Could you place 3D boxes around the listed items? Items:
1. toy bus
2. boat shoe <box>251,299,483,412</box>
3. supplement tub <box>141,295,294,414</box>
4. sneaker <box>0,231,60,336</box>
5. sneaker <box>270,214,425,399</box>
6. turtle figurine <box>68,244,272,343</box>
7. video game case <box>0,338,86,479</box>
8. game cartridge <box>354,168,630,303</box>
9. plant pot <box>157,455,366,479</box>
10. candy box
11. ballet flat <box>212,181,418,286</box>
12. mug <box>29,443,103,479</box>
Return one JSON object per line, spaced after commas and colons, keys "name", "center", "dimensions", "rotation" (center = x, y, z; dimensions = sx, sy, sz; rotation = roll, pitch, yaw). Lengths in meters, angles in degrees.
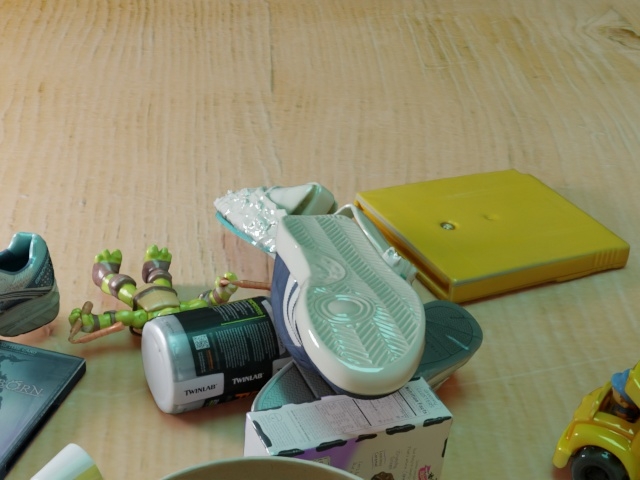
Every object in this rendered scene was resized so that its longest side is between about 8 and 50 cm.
{"name": "toy bus", "center": [0.382, 0.190, 1.247], "dimensions": [0.220, 0.211, 0.149], "rotation": [20, 35, 28]}
{"name": "boat shoe", "center": [0.055, 0.173, 1.356], "dimensions": [0.320, 0.103, 0.118], "rotation": [-26, 60, -34]}
{"name": "supplement tub", "center": [-0.107, 0.131, 1.367], "dimensions": [0.190, 0.117, 0.117], "rotation": [-10, 33, -24]}
{"name": "sneaker", "center": [-0.436, 0.070, 1.369], "dimensions": [0.110, 0.122, 0.283], "rotation": [22, 33, 28]}
{"name": "sneaker", "center": [0.022, 0.098, 1.206], "dimensions": [0.131, 0.148, 0.350], "rotation": [2, 23, -9]}
{"name": "turtle figurine", "center": [-0.201, 0.076, 1.480], "dimensions": [0.269, 0.087, 0.217], "rotation": [-16, 27, -18]}
{"name": "video game case", "center": [-0.413, 0.196, 1.301], "dimensions": [0.196, 0.026, 0.274], "rotation": [11, 31, 11]}
{"name": "game cartridge", "center": [0.256, -0.015, 1.753], "dimensions": [0.324, 0.052, 0.285], "rotation": [-9, 32, -27]}
{"name": "plant pot", "center": [-0.046, 0.340, 0.936], "dimensions": [0.284, 0.191, 0.284], "rotation": [3, 30, -2]}
{"name": "candy box", "center": [0.023, 0.236, 1.154], "dimensions": [0.196, 0.165, 0.070], "rotation": [-9, 34, -23]}
{"name": "ballet flat", "center": [0.000, 0.000, 1.560], "dimensions": [0.147, 0.147, 0.409], "rotation": [-13, 30, -28]}
{"name": "mug", "center": [-0.262, 0.255, 1.187], "dimensions": [0.078, 0.062, 0.064], "rotation": [22, 41, 38]}
